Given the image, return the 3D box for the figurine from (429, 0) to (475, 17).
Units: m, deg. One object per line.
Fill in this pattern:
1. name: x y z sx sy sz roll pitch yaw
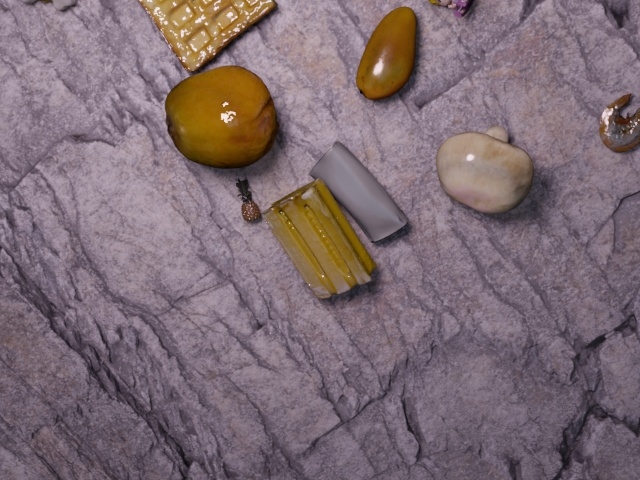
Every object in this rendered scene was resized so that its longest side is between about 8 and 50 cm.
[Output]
1. figurine: 0.327 -0.651 1.507 0.156 0.115 0.094 33 138 11

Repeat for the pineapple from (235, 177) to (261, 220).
1. pineapple: -0.207 -0.119 1.669 0.058 0.058 0.124 -11 100 4

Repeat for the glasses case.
1. glasses case: 0.105 -0.132 1.646 0.128 0.083 0.308 -39 102 16

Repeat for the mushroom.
1. mushroom: 0.444 -0.204 1.558 0.260 0.254 0.234 43 63 -42

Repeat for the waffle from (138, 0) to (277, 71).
1. waffle: -0.328 -0.656 1.508 0.304 0.077 0.348 -34 103 10

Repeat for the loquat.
1. loquat: -0.250 -0.305 1.502 0.284 0.276 0.275 -12 105 -7

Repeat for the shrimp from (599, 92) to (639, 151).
1. shrimp: 0.842 -0.333 1.595 0.133 0.051 0.187 30 107 -7

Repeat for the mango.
1. mango: 0.184 -0.485 1.533 0.139 0.113 0.253 23 97 -1

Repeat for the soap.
1. soap: 0.000 0.000 1.648 0.199 0.091 0.314 -26 105 35

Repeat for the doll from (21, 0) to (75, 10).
1. doll: -0.710 -0.720 1.477 0.238 0.111 0.252 22 114 -4
